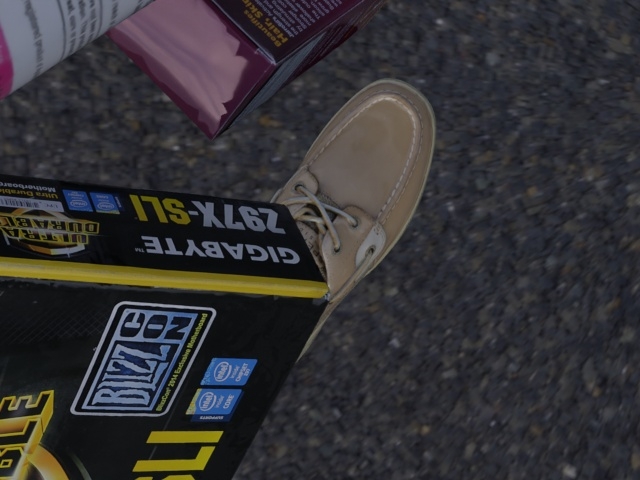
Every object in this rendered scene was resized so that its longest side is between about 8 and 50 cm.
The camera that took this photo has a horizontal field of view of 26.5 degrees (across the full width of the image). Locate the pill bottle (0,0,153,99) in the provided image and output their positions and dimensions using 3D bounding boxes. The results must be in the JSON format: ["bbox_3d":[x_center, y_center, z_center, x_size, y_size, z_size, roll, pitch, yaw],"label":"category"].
[{"bbox_3d":[-0.097,-0.190,0.605,0.283,0.160,0.160,-38,82,-21],"label":"pill bottle"}]

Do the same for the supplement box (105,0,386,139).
[{"bbox_3d":[-0.032,-0.156,0.827,0.104,0.188,0.081,46,134,1],"label":"supplement box"}]

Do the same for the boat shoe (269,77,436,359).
[{"bbox_3d":[0.000,0.000,1.300,0.121,0.110,0.341,31,98,9],"label":"boat shoe"}]

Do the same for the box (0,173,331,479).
[{"bbox_3d":[-0.173,0.109,0.726,0.322,0.257,0.079,-62,39,33],"label":"box"}]
